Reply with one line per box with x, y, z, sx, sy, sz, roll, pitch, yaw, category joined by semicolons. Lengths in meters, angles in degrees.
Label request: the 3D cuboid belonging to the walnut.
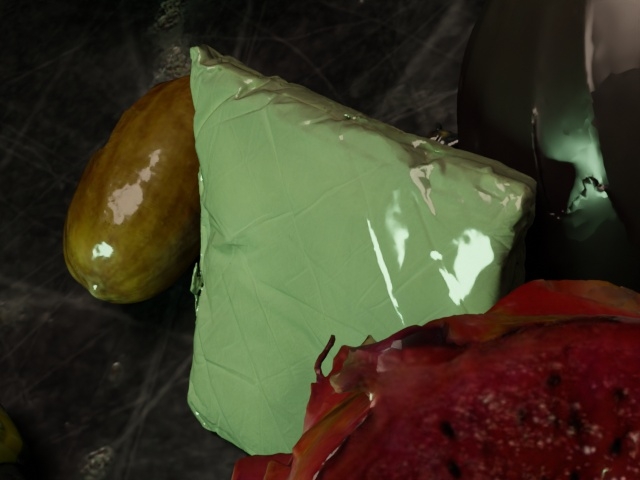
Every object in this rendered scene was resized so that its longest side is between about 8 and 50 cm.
-0.114;-0.045;1.389;0.116;0.116;0.207;17;69;33;walnut

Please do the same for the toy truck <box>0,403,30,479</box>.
-0.321;0.177;1.320;0.224;0.165;0.147;-43;51;-3;toy truck

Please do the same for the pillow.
0.019;0.042;1.201;0.274;0.280;0.076;26;35;38;pillow

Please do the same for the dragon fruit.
0.096;0.203;1.010;0.371;0.386;0.249;-31;13;-16;dragon fruit

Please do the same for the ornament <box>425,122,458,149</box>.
0.068;-0.052;1.353;0.125;0.028;0.073;8;66;28;ornament

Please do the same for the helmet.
0.175;-0.068;1.154;0.225;0.177;0.305;-1;72;63;helmet
